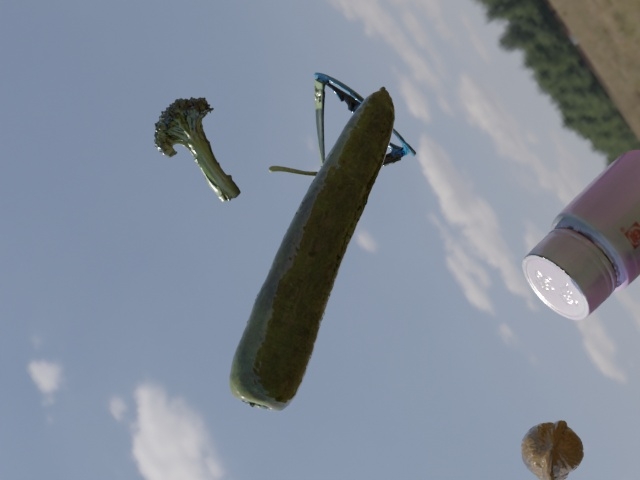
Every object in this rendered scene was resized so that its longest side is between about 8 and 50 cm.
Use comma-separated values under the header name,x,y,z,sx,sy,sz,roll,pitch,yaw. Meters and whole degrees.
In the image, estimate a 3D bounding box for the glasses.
name,x,y,z,sx,sy,sz,roll,pitch,yaw
glasses,0.020,-0.167,1.894,0.239,0.207,0.102,42,-154,-45

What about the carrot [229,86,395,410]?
name,x,y,z,sx,sy,sz,roll,pitch,yaw
carrot,0.000,0.000,1.170,0.074,0.358,0.074,21,165,6

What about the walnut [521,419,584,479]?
name,x,y,z,sx,sy,sz,roll,pitch,yaw
walnut,0.376,0.342,1.898,0.105,0.105,0.124,62,-175,21

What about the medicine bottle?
name,x,y,z,sx,sy,sz,roll,pitch,yaw
medicine bottle,0.431,-0.008,1.748,0.152,0.254,0.152,43,161,18

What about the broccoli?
name,x,y,z,sx,sy,sz,roll,pitch,yaw
broccoli,-0.213,-0.156,2.070,0.204,0.118,0.122,59,-175,-13
